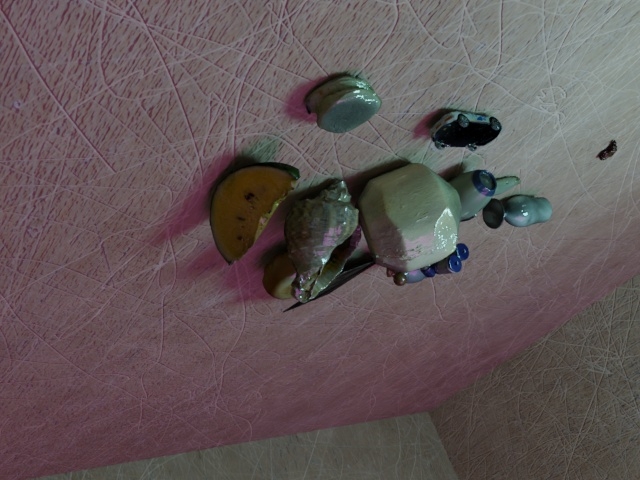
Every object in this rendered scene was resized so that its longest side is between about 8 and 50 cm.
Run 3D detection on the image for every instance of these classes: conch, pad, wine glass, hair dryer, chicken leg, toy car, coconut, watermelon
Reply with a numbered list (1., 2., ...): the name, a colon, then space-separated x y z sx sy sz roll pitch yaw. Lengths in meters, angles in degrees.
1. conch: -0.011 -0.011 1.929 0.291 0.159 0.210 -58 165 9
2. pad: 0.041 0.123 2.295 0.220 0.004 0.330 -34 172 23
3. wine glass: 0.569 -0.083 2.361 0.202 0.093 0.093 -3 148 -32
4. hair dryer: 0.371 -0.092 2.196 0.296 0.119 0.298 -30 167 29
5. chicken leg: 0.817 -0.254 2.318 0.036 0.021 0.083 0 147 -23
6. toy car: 0.334 -0.252 1.874 0.205 0.056 0.095 -4 149 -42
7. coconut: 0.222 -0.053 1.956 0.247 0.245 0.245 -19 155 -3
8. watermelon: -0.148 -0.076 1.727 0.123 0.129 0.301 -4 143 -40

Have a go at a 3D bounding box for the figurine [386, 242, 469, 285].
1. figurine: 0.296 0.044 2.267 0.274 0.194 0.133 -23 127 38

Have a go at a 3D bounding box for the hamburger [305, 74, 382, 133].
1. hamburger: 0.047 -0.265 1.602 0.133 0.062 0.140 -36 154 34

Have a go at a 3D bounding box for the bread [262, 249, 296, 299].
1. bread: -0.053 0.077 2.134 0.213 0.104 0.213 -24 159 -10
